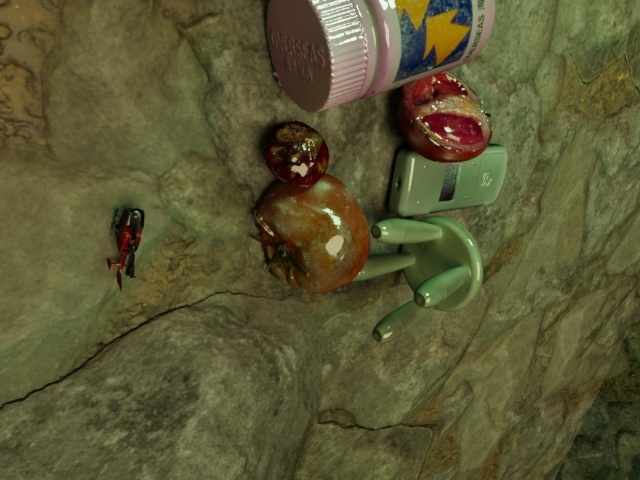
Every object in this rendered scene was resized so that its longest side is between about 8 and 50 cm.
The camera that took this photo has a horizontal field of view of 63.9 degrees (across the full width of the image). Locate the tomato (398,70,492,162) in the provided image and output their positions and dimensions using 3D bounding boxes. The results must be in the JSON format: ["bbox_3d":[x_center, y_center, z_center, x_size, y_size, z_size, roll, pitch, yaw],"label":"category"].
[{"bbox_3d":[0.208,-0.208,0.918,0.174,0.189,0.099,-3,152,-23],"label":"tomato"}]

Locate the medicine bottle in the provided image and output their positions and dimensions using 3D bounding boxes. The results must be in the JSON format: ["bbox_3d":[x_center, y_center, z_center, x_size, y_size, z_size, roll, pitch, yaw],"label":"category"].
[{"bbox_3d":[0.087,-0.305,0.735,0.291,0.178,0.178,-26,127,-24],"label":"medicine bottle"}]

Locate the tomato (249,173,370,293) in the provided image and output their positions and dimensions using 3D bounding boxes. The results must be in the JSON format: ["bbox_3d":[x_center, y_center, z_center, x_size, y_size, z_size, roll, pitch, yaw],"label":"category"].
[{"bbox_3d":[0.000,0.000,0.861,0.181,0.155,0.213,-33,128,-22],"label":"tomato"}]

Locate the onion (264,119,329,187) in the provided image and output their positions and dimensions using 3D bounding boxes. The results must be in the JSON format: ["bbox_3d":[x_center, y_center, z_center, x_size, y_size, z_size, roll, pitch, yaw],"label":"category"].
[{"bbox_3d":[-0.039,-0.133,0.798,0.107,0.097,0.107,10,71,-31],"label":"onion"}]

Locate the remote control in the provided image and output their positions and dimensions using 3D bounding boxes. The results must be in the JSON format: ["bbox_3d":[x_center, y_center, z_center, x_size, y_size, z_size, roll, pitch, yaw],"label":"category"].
[{"bbox_3d":[0.268,-0.129,1.044,0.297,0.056,0.140,-10,119,-33],"label":"remote control"}]

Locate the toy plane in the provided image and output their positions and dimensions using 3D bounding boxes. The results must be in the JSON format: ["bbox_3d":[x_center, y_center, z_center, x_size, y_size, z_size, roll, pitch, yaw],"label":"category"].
[{"bbox_3d":[-0.273,0.005,0.725,0.037,0.060,0.145,2,128,-37],"label":"toy plane"}]

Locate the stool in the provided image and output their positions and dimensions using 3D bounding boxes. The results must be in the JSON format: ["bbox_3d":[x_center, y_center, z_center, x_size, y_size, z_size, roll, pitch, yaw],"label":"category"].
[{"bbox_3d":[0.174,0.059,0.972,0.199,0.195,0.195,-11,152,-39],"label":"stool"}]
